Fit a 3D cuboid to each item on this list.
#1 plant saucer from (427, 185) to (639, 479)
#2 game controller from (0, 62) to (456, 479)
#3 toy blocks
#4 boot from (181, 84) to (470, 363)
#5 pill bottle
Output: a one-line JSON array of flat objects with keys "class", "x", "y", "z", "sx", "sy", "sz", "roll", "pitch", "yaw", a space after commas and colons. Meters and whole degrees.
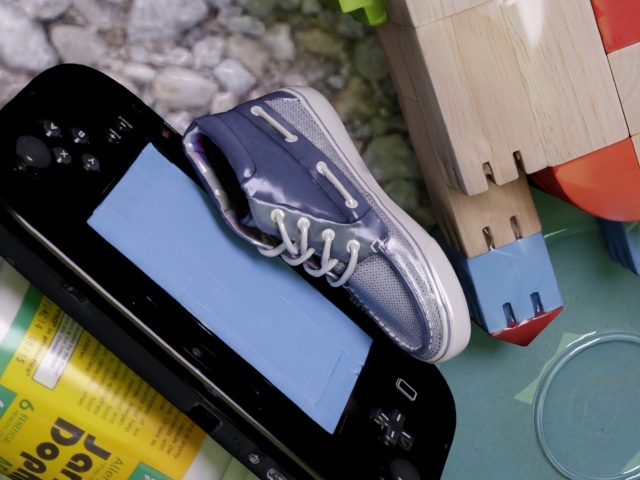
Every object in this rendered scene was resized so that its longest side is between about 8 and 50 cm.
[{"class": "plant saucer", "x": 0.180, "y": 0.104, "z": 1.049, "sx": 0.317, "sy": 0.044, "sz": 0.317, "roll": -3, "pitch": 102, "yaw": -12}, {"class": "game controller", "x": -0.053, "y": 0.032, "z": 0.913, "sx": 0.319, "sy": 0.166, "sz": 0.067, "roll": 42, "pitch": 130, "yaw": -9}, {"class": "toy blocks", "x": 0.197, "y": -0.095, "z": 0.934, "sx": 0.381, "sy": 0.191, "sz": 0.261, "roll": -21, "pitch": 105, "yaw": -7}, {"class": "boot", "x": 0.000, "y": 0.000, "z": 0.924, "sx": 0.086, "sy": 0.069, "sz": 0.190, "roll": -22, "pitch": 67, "yaw": -39}, {"class": "pill bottle", "x": -0.118, "y": 0.103, "z": 0.944, "sx": 0.208, "sy": 0.117, "sz": 0.117, "roll": 32, "pitch": 93, "yaw": -17}]
